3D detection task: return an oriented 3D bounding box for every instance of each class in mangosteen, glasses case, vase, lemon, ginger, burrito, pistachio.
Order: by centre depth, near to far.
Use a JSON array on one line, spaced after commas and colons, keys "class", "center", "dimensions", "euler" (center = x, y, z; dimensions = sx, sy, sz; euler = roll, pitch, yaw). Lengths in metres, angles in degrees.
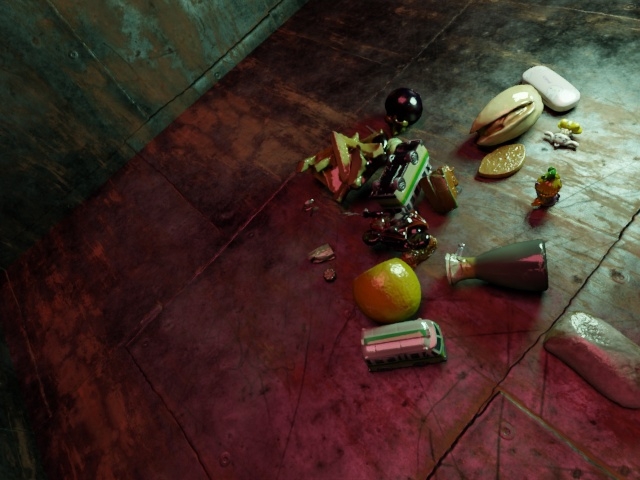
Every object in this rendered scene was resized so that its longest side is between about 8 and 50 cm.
[{"class": "vase", "center": [0.609, 0.091, 1.436], "dimensions": [0.320, 0.173, 0.174], "euler": [-4, 57, 27]}, {"class": "lemon", "center": [0.246, 0.195, 1.480], "dimensions": [0.240, 0.240, 0.219], "euler": [-30, 77, 2]}, {"class": "pistachio", "center": [0.790, -0.528, 1.752], "dimensions": [0.317, 0.214, 0.194], "euler": [-31, 94, 11]}, {"class": "burrito", "center": [0.002, 0.062, 1.787], "dimensions": [0.118, 0.044, 0.074], "euler": [-21, 57, 5]}, {"class": "glasses case", "center": [1.010, -0.672, 1.811], "dimensions": [0.113, 0.075, 0.297], "euler": [-29, 51, 7]}, {"class": "ginger", "center": [0.092, -0.371, 1.849], "dimensions": [0.413, 0.211, 0.359], "euler": [-32, 35, 27]}, {"class": "mangosteen", "center": [0.388, -0.621, 1.994], "dimensions": [0.194, 0.194, 0.231], "euler": [43, 108, 37]}]

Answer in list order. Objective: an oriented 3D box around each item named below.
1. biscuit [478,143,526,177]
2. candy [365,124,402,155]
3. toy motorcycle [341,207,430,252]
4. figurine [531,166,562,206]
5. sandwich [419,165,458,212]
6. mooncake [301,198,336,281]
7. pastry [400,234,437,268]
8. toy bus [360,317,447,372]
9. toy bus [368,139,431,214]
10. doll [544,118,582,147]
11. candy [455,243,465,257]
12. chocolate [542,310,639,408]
[{"class": "biscuit", "center": [0.766, -0.329, 1.720], "dimensions": [0.220, 0.029, 0.142], "euler": [-35, 51, -2]}, {"class": "candy", "center": [0.301, -0.500, 2.019], "dimensions": [0.092, 0.093, 0.336], "euler": [1, 34, -28]}, {"class": "toy motorcycle", "center": [0.267, -0.058, 1.666], "dimensions": [0.400, 0.134, 0.207], "euler": [3, 49, 37]}, {"class": "figurine", "center": [0.830, -0.192, 1.521], "dimensions": [0.114, 0.156, 0.095], "euler": [-35, 52, -5]}, {"class": "sandwich", "center": [0.510, -0.212, 1.708], "dimensions": [0.109, 0.159, 0.185], "euler": [-25, 88, 40]}, {"class": "mooncake", "center": [-0.001, 0.002, 1.750], "dimensions": [0.150, 0.057, 0.347], "euler": [-32, 82, -9]}, {"class": "pastry", "center": [0.385, 0.036, 1.623], "dimensions": [0.169, 0.063, 0.087], "euler": [-40, 54, -6]}, {"class": "toy bus", "center": [0.276, 0.353, 1.398], "dimensions": [0.275, 0.165, 0.134], "euler": [-14, 55, 15]}, {"class": "toy bus", "center": [0.359, -0.264, 1.756], "dimensions": [0.143, 0.179, 0.306], "euler": [2, 57, 51]}, {"class": "doll", "center": [0.989, -0.433, 1.680], "dimensions": [0.135, 0.071, 0.113], "euler": [11, 82, 35]}, {"class": "candy", "center": [0.532, 0.048, 1.578], "dimensions": [0.030, 0.020, 0.083], "euler": [14, 67, 30]}, {"class": "chocolate", "center": [0.841, 0.335, 1.214], "dimensions": [0.185, 0.100, 0.303], "euler": [-40, 55, -10]}]
